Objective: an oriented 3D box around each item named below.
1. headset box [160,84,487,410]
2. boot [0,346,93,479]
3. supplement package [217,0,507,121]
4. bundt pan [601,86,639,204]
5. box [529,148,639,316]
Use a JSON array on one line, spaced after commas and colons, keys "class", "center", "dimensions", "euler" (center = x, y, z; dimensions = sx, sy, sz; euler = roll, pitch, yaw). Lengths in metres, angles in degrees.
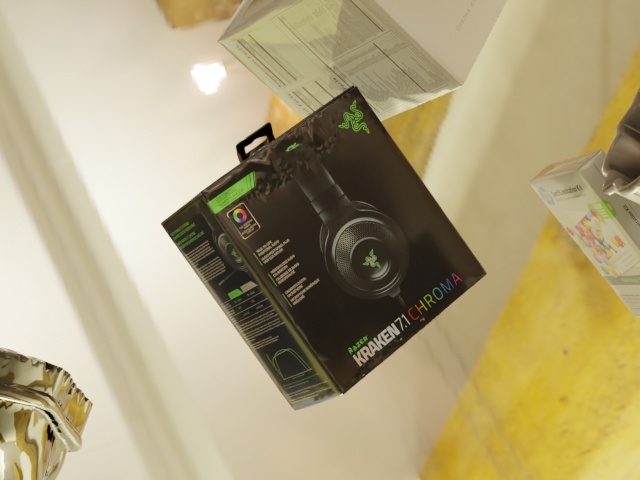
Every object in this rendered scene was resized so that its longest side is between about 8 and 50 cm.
[{"class": "headset box", "center": [0.000, 0.000, 1.543], "dimensions": [0.283, 0.246, 0.131], "euler": [55, -30, -3]}, {"class": "boot", "center": [-0.233, 0.188, 0.803], "dimensions": [0.348, 0.131, 0.260], "euler": [69, 36, -71]}, {"class": "supplement package", "center": [0.056, -0.278, 1.632], "dimensions": [0.198, 0.199, 0.263], "euler": [41, -31, -21]}, {"class": "bundt pan", "center": [0.386, -0.142, 1.162], "dimensions": [0.124, 0.331, 0.331], "euler": [34, -25, -4]}, {"class": "box", "center": [0.303, -0.003, 1.401], "dimensions": [0.186, 0.038, 0.145], "euler": [52, -10, -5]}]
